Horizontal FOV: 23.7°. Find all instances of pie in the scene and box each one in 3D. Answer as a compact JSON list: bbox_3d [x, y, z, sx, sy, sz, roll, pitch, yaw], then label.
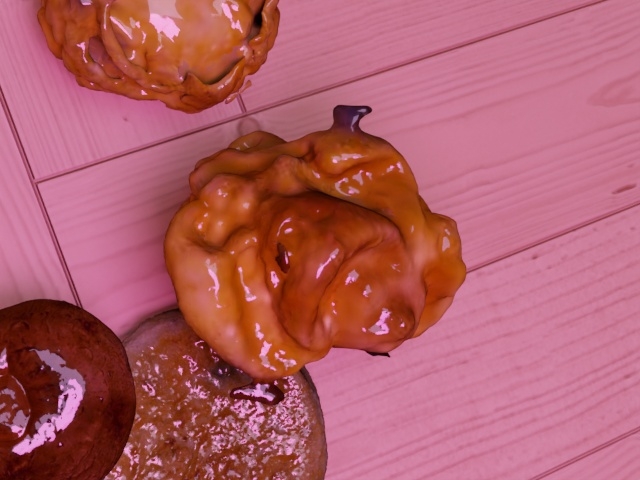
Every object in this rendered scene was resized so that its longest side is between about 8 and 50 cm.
[{"bbox_3d":[-0.123,0.203,1.563,0.277,0.078,0.277,3,81,-17],"label":"pie"}]

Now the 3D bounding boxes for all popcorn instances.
[{"bbox_3d":[0.000,0.000,1.512,0.297,0.316,0.281,12,103,-2],"label":"popcorn"},{"bbox_3d":[-0.159,-0.248,1.557,0.250,0.190,0.250,7,75,-29],"label":"popcorn"}]

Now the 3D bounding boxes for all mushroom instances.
[{"bbox_3d":[-0.287,0.162,1.435,0.231,0.138,0.194,-34,76,1],"label":"mushroom"}]
